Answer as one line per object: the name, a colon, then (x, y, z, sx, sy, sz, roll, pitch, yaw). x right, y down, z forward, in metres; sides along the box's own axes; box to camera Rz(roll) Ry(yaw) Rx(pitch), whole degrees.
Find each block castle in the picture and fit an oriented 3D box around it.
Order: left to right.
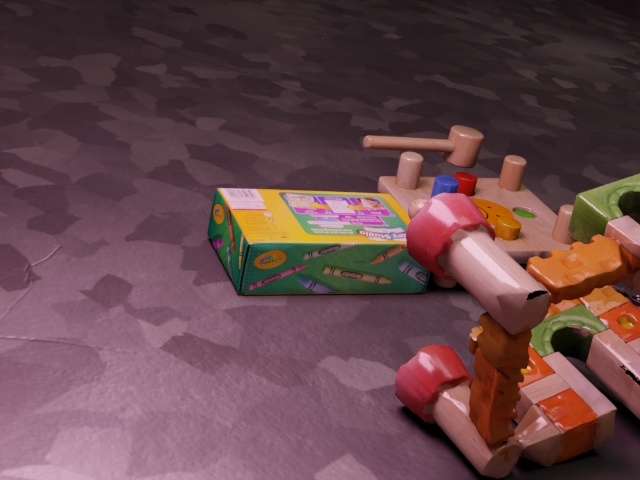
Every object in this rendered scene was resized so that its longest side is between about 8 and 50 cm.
block castle: (0.304, 0.045, 1.190, 0.453, 0.303, 0.213, -18, 42, -23)

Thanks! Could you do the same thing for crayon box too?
crayon box: (0.000, 0.000, 1.477, 0.278, 0.081, 0.165, 1, 28, -23)

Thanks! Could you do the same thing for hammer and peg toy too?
hammer and peg toy: (0.220, -0.057, 1.644, 0.265, 0.127, 0.361, 0, 28, -21)

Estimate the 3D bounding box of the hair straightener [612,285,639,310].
hair straightener: (0.459, 0.086, 1.544, 0.230, 0.047, 0.089, 12, 26, -1)
